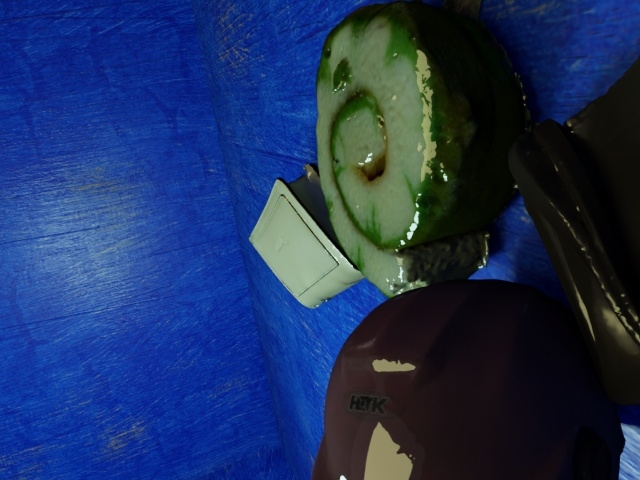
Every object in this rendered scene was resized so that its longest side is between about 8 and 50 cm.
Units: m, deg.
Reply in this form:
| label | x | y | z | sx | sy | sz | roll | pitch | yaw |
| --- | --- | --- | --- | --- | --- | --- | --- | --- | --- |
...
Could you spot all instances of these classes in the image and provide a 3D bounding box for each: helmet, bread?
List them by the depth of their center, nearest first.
| label | x | y | z | sx | sy | sz | roll | pitch | yaw |
| --- | --- | --- | --- | --- | --- | --- | --- | --- | --- |
| helmet | 0.133 | 0.139 | 0.442 | 0.271 | 0.339 | 0.197 | -14 | 80 | 50 |
| bread | 0.103 | -0.102 | 0.592 | 0.366 | 0.129 | 0.381 | 155 | 99 | -71 |

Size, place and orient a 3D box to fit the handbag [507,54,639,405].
| label | x | y | z | sx | sy | sz | roll | pitch | yaw |
| --- | --- | --- | --- | --- | --- | --- | --- | --- | --- |
| handbag | 0.254 | -0.037 | 0.291 | 0.285 | 0.114 | 0.256 | 111 | 147 | -60 |

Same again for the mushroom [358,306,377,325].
| label | x | y | z | sx | sy | sz | roll | pitch | yaw |
| --- | --- | --- | --- | --- | --- | --- | --- | --- | --- |
| mushroom | 0.141 | 0.293 | 0.815 | 0.247 | 0.130 | 0.344 | 111 | 140 | -66 |

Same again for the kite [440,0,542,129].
| label | x | y | z | sx | sy | sz | roll | pitch | yaw |
| --- | --- | --- | --- | --- | --- | --- | --- | --- | --- |
| kite | 0.174 | -0.168 | 0.560 | 0.314 | 0.012 | 0.335 | -135 | 35 | -56 |

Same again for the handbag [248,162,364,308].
| label | x | y | z | sx | sy | sz | roll | pitch | yaw |
| --- | --- | --- | --- | --- | --- | --- | --- | --- | --- |
| handbag | 0.000 | 0.000 | 0.923 | 0.236 | 0.160 | 0.358 | 57 | 156 | 6 |
